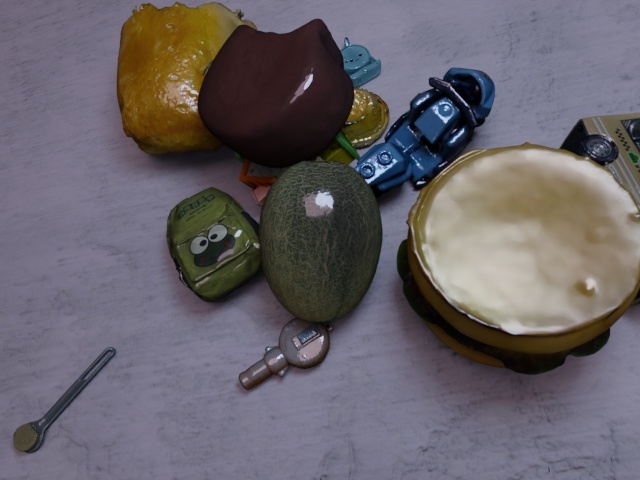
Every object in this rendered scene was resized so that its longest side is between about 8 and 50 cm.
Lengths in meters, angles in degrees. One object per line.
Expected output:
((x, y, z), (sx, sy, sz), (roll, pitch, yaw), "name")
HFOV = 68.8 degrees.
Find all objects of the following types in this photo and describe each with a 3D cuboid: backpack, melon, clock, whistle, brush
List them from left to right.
((-0.545, 0.335, 1.003), (0.062, 0.027, 0.266), (35, 75, 20), "brush")
((-0.235, 0.004, 1.047), (0.206, 0.140, 0.253), (-33, 59, -6), "backpack")
((-0.069, 0.231, 0.962), (0.219, 0.057, 0.107), (-32, 66, -4), "whistle")
((-0.071, -0.206, 1.097), (0.255, 0.106, 0.220), (-38, 57, 16), "clock")
((0.000, 0.000, 0.932), (0.248, 0.248, 0.330), (3, 103, 10), "melon")
((0.086, -0.484, 1.259), (0.108, 0.045, 0.147), (-32, 65, -7), "clock")

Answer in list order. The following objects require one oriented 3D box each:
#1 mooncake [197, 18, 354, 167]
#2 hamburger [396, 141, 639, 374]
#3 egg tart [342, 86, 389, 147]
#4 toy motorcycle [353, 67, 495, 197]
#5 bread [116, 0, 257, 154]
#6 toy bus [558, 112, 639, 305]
((-0.095, -0.308, 0.972), (0.325, 0.174, 0.334), (-19, 59, 29), "mooncake")
((0.358, 0.041, 0.858), (0.394, 0.277, 0.397), (-4, 65, 10), "hamburger")
((0.079, -0.319, 1.174), (0.191, 0.074, 0.192), (-3, 64, 6), "egg tart")
((0.227, -0.237, 1.026), (0.415, 0.232, 0.172), (-35, 77, -7), "toy motorcycle")
((-0.336, -0.400, 1.172), (0.360, 0.250, 0.395), (-8, 67, 6), "bread")
((0.620, -0.068, 0.925), (0.201, 0.177, 0.366), (-9, 64, -2), "toy bus")
